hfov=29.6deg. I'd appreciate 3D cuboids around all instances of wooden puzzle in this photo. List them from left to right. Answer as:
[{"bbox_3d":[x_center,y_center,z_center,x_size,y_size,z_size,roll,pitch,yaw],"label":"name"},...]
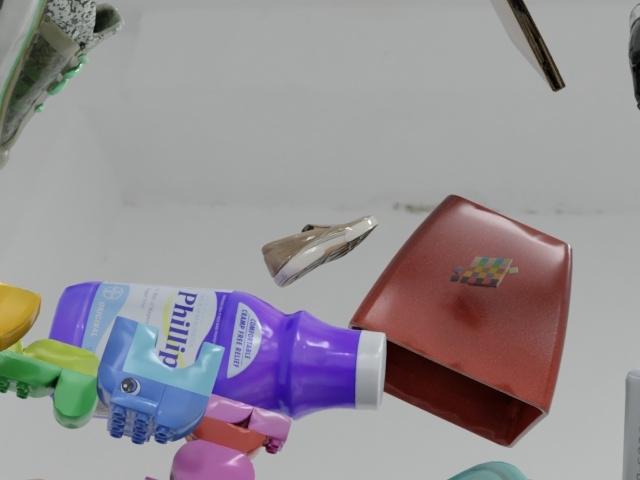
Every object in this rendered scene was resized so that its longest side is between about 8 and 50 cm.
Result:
[{"bbox_3d":[0.200,0.038,1.470,0.083,0.049,0.006,4,-50,35],"label":"wooden puzzle"}]

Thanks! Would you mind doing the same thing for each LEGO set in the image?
[{"bbox_3d":[-0.127,0.077,0.505,0.227,0.093,0.087,17,-28,-3],"label":"LEGO set"}]

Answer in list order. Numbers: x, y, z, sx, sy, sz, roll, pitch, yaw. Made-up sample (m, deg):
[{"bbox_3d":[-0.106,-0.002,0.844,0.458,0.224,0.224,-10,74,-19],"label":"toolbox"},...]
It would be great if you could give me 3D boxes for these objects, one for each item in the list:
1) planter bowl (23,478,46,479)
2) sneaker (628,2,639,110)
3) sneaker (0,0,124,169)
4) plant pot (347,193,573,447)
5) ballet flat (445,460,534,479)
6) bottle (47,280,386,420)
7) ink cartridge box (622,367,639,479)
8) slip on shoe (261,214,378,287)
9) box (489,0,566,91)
[{"bbox_3d":[-0.230,0.269,1.022,0.217,0.090,0.217,48,-17,19],"label":"planter bowl"},{"bbox_3d":[0.418,-0.163,1.429,0.078,0.106,0.234,-12,-55,38],"label":"sneaker"},{"bbox_3d":[-0.306,-0.207,1.339,0.182,0.158,0.410,-8,-26,-28],"label":"sneaker"},{"bbox_3d":[0.199,0.097,1.630,0.267,0.236,0.267,24,-18,6],"label":"plant pot"},{"bbox_3d":[0.025,0.188,0.265,0.164,0.483,0.182,-39,-98,12],"label":"ballet flat"},{"bbox_3d":[-0.087,0.101,1.031,0.282,0.118,0.092,4,-29,8],"label":"bottle"},{"bbox_3d":[0.248,0.150,0.588,0.232,0.189,0.066,-1,4,-22],"label":"ink cartridge box"},{"bbox_3d":[0.000,0.000,1.166,0.041,0.135,0.051,53,-34,11],"label":"slip on shoe"},{"bbox_3d":[0.256,-0.300,1.615,0.021,0.201,0.164,-30,-62,8],"label":"box"}]
